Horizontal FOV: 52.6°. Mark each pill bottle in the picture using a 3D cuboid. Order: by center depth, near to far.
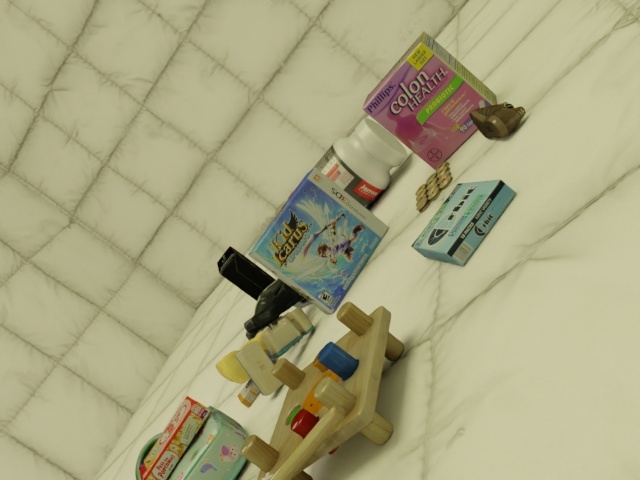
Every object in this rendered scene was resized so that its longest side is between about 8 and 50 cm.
[{"bbox_3d":[0.078,-0.179,1.956,0.363,0.210,0.210,-48,11,22],"label":"pill bottle"}]

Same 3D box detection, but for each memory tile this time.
[{"bbox_3d":[0.263,-0.127,1.519,0.113,0.012,0.148,-48,11,21],"label":"memory tile"}]

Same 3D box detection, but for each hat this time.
[{"bbox_3d":[-0.389,0.628,1.778,0.208,0.183,0.173,17,70,34],"label":"hat"}]

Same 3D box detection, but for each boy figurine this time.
[{"bbox_3d":[-0.201,0.309,1.744,0.177,0.092,0.285,-48,-2,22],"label":"boy figurine"}]

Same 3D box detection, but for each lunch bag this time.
[{"bbox_3d":[-0.263,0.496,1.436,0.224,0.108,0.279,-56,10,-12],"label":"lunch bag"}]

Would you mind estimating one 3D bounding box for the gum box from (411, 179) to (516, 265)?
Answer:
[{"bbox_3d":[0.251,-0.034,1.165,0.157,0.041,0.184,-53,11,-4],"label":"gum box"}]

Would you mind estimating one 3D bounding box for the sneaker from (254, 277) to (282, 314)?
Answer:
[{"bbox_3d":[-0.123,0.167,2.021,0.222,0.083,0.118,-53,10,-8],"label":"sneaker"}]

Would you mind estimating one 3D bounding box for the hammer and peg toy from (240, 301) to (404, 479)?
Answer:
[{"bbox_3d":[0.004,0.271,0.975,0.266,0.127,0.361,-44,13,29],"label":"hammer and peg toy"}]

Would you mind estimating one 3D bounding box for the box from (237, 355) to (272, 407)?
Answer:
[{"bbox_3d":[-0.160,0.362,1.674,0.136,0.028,0.081,-51,10,-10],"label":"box"}]

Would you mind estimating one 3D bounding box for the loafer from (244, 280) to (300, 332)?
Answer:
[{"bbox_3d":[-0.134,0.169,1.681,0.076,0.078,0.223,-35,0,34],"label":"loafer"}]

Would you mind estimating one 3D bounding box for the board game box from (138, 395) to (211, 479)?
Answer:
[{"bbox_3d":[-0.326,0.446,1.444,0.193,0.045,0.147,-57,11,-19],"label":"board game box"}]

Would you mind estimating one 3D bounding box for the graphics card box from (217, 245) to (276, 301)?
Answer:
[{"bbox_3d":[-0.246,0.130,2.273,0.094,0.233,0.371,-52,9,-3],"label":"graphics card box"}]

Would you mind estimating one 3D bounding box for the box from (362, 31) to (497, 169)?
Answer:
[{"bbox_3d":[0.266,-0.337,1.577,0.213,0.243,0.117,-46,12,30],"label":"box"}]

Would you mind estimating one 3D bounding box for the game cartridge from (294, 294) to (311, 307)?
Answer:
[{"bbox_3d":[0.021,0.076,1.787,0.196,0.060,0.294,-61,13,-26],"label":"game cartridge"}]

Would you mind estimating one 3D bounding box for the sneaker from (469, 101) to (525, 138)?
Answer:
[{"bbox_3d":[0.376,-0.258,1.372,0.071,0.066,0.188,-34,17,5],"label":"sneaker"}]

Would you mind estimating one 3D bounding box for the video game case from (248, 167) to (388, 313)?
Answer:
[{"bbox_3d":[0.000,0.000,1.584,0.269,0.244,0.061,-56,11,-19],"label":"video game case"}]

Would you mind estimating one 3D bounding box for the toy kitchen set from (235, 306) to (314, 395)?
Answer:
[{"bbox_3d":[-0.111,0.277,1.599,0.207,0.122,0.166,-35,0,-30],"label":"toy kitchen set"}]
